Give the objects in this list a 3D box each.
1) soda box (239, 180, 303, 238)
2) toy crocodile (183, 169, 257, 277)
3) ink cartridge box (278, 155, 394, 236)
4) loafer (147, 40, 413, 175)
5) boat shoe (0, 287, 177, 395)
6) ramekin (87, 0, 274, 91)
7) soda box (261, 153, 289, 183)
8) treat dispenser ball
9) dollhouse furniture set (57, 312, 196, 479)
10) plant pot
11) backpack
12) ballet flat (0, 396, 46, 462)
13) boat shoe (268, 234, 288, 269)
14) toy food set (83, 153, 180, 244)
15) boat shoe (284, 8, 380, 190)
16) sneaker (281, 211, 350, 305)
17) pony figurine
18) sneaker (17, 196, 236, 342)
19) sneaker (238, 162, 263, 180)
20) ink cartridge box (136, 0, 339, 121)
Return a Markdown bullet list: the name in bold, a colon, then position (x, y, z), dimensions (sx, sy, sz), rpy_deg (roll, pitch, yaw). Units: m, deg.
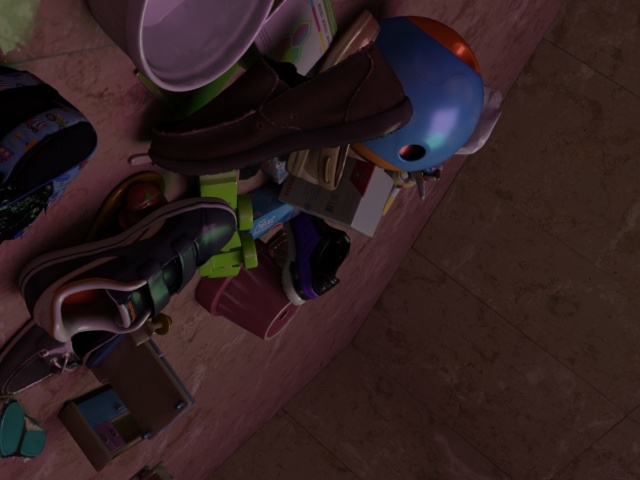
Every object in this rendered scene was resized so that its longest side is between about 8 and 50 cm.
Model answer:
- **soda box**: position (-0.106, -0.070, 1.361), dimensions (0.210, 0.067, 0.071), rpy_deg (-32, 155, -49)
- **toy crocodile**: position (-0.182, -0.026, 1.184), dimensions (0.115, 0.105, 0.340), rpy_deg (-11, 148, -9)
- **ink cartridge box**: position (0.032, -0.102, 1.306), dimensions (0.127, 0.176, 0.128), rpy_deg (22, 90, -65)
- **loafer**: position (-0.066, -0.181, 0.869), dimensions (0.134, 0.365, 0.130), rpy_deg (-70, 147, -66)
- **boat shoe**: position (-0.363, 0.135, 1.034), dimensions (0.335, 0.095, 0.112), rpy_deg (-44, 163, -26)
- **ramekin**: position (-0.148, -0.274, 0.686), dimensions (0.207, 0.109, 0.207), rpy_deg (-47, 165, -17)
- **soda box**: position (-0.082, -0.179, 1.193), dimensions (0.063, 0.058, 0.183), rpy_deg (-47, 164, -16)
- **treat dispenser ball**: position (0.161, -0.274, 1.233), dimensions (0.288, 0.288, 0.288), rpy_deg (-46, 164, -17)
- **dollhouse furniture set**: position (-0.303, 0.319, 1.276), dimensions (0.303, 0.286, 0.198), rpy_deg (-45, 169, 24)
- **plant pot**: position (-0.147, 0.119, 1.466), dimensions (0.201, 0.180, 0.201), rpy_deg (-45, 163, -17)
- **backpack**: position (-0.308, -0.081, 0.608), dimensions (0.117, 0.158, 0.173), rpy_deg (-53, 179, 39)
- **ballet flat**: position (-0.511, 0.308, 1.046), dimensions (0.241, 0.077, 0.091), rpy_deg (104, -3, -59)
- **boat shoe**: position (-0.143, 0.091, 1.634), dimensions (0.257, 0.095, 0.095), rpy_deg (-55, -160, -3)
- **toy food set**: position (-0.267, -0.028, 0.982), dimensions (0.218, 0.071, 0.128), rpy_deg (-57, 164, 18)
- **boat shoe**: position (0.041, -0.222, 1.087), dimensions (0.122, 0.110, 0.341), rpy_deg (-58, 176, -40)
- **sneaker**: position (0.000, 0.001, 1.446), dimensions (0.146, 0.293, 0.102), rpy_deg (-22, 138, 25)
- **pony figurine**: position (0.224, -0.237, 1.534), dimensions (0.363, 0.302, 0.351), rpy_deg (162, -52, -72)
- **sneaker**: position (-0.248, 0.047, 0.928), dimensions (0.321, 0.127, 0.126), rpy_deg (-25, 140, -22)
- **sneaker**: position (-0.120, -0.182, 1.065), dimensions (0.051, 0.089, 0.170), rpy_deg (-84, 158, -50)
- **ink cartridge box**: position (-0.101, -0.256, 0.888), dimensions (0.255, 0.097, 0.189), rpy_deg (-51, 165, -4)
